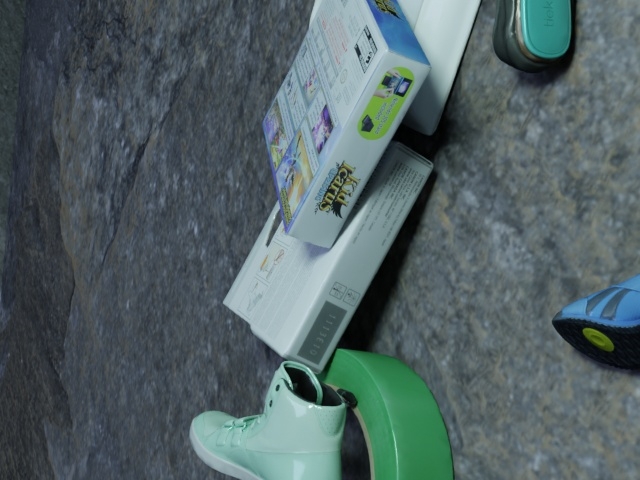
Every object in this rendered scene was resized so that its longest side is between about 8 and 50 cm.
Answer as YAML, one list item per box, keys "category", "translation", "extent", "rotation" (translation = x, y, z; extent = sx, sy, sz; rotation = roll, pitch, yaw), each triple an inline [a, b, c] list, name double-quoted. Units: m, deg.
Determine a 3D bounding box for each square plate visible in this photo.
- category: "square plate"
  translation: [0.090, -0.334, 1.403]
  extent: [0.347, 0.049, 0.344]
  rotation: [35, 110, 57]

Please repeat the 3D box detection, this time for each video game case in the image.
- category: "video game case"
  translation: [0.020, -0.164, 1.314]
  extent: [0.244, 0.061, 0.269]
  rotation: [-60, 24, 27]

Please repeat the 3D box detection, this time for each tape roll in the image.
- category: "tape roll"
  translation: [0.024, 0.285, 1.289]
  extent: [0.321, 0.077, 0.321]
  rotation: [-27, 57, 53]

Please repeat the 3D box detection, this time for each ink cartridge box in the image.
- category: "ink cartridge box"
  translation: [0.000, 0.000, 1.371]
  extent: [0.275, 0.060, 0.239]
  rotation: [-61, 23, 0]

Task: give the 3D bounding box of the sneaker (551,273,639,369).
- category: "sneaker"
  translation: [0.281, 0.057, 0.961]
  extent: [0.082, 0.069, 0.209]
  rotation: [-53, 13, -21]

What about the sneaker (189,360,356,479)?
- category: "sneaker"
  translation: [-0.054, 0.198, 1.277]
  extent: [0.256, 0.094, 0.151]
  rotation: [17, 101, 50]

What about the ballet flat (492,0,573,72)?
- category: "ballet flat"
  translation: [0.214, -0.309, 1.151]
  extent: [0.096, 0.095, 0.280]
  rotation: [-177, 96, -71]
